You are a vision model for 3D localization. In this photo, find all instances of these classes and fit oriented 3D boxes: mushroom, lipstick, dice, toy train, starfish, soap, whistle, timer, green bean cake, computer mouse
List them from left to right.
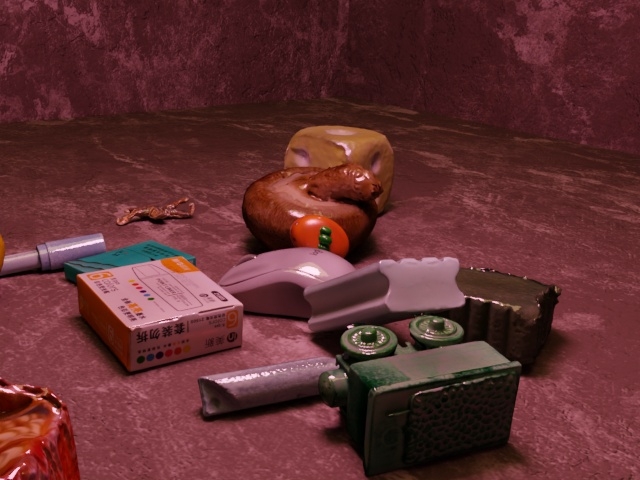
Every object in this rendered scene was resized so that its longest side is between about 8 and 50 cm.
[{"bbox_3d":[-0.604,0.038,1.646,0.274,0.061,0.068,-13,26,-25],"label":"lipstick"},{"bbox_3d":[-0.440,-0.070,2.029,0.210,0.053,0.150,-18,14,-36],"label":"starfish"},{"bbox_3d":[-0.059,0.073,1.513,0.297,0.121,0.184,10,22,18],"label":"computer mouse"},{"bbox_3d":[-0.034,0.215,1.184,0.312,0.062,0.062,-7,21,-23],"label":"whistle"},{"bbox_3d":[-0.024,-0.069,1.827,0.345,0.239,0.345,8,-1,0],"label":"mushroom"},{"bbox_3d":[0.000,0.000,1.609,0.136,0.099,0.136,20,4,-2],"label":"timer"},{"bbox_3d":[0.053,-0.187,2.113,0.238,0.233,0.227,15,21,32],"label":"dice"},{"bbox_3d":[0.101,0.097,1.306,0.160,0.087,0.265,-2,-12,-29],"label":"soap"},{"bbox_3d":[0.136,0.206,1.100,0.266,0.145,0.202,-6,24,-22],"label":"toy train"},{"bbox_3d":[0.311,0.127,1.386,0.223,0.124,0.227,8,18,23],"label":"green bean cake"}]

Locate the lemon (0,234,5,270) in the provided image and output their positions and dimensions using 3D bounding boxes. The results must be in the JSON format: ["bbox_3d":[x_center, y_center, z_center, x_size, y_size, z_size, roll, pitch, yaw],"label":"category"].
[{"bbox_3d":[-0.704,0.030,1.466,0.187,0.186,0.244,3,4,2],"label":"lemon"}]

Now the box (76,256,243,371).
[{"bbox_3d":[-0.295,0.123,1.379,0.221,0.091,0.274,-10,23,-35],"label":"box"}]

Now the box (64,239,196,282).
[{"bbox_3d":[-0.404,0.057,1.636,0.161,0.042,0.226,16,23,39],"label":"box"}]

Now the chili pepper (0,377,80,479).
[{"bbox_3d":[-0.288,0.268,0.632,0.229,0.305,0.251,15,20,29],"label":"chili pepper"}]
